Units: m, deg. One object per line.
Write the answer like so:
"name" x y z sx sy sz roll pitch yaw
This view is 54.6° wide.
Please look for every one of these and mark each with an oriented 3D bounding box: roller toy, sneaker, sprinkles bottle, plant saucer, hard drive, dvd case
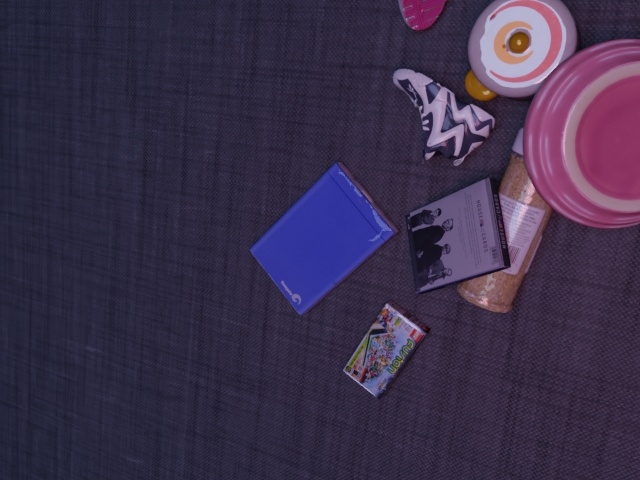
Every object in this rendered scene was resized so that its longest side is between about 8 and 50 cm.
"roller toy" 0.377 -0.360 1.158 0.210 0.146 0.191 2 98 27
"sneaker" 0.188 -0.557 1.254 0.103 0.111 0.252 -12 114 -8
"sprinkles bottle" 0.384 -0.038 1.220 0.121 0.121 0.355 25 108 21
"plant saucer" 0.525 -0.178 1.071 0.333 0.084 0.331 0 103 -2
"hard drive" 0.000 0.000 1.459 0.319 0.040 0.210 -43 79 25
"sneaker" 0.223 -0.242 1.281 0.235 0.094 0.153 33 103 7
"dvd case" 0.269 -0.003 1.251 0.239 0.030 0.179 -25 65 51

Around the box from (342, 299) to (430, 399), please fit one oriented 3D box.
"box" 0.150 0.253 1.428 0.114 0.036 0.206 36 112 17
